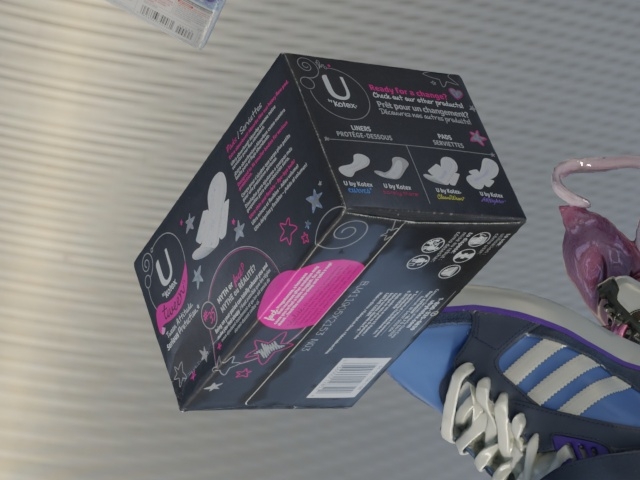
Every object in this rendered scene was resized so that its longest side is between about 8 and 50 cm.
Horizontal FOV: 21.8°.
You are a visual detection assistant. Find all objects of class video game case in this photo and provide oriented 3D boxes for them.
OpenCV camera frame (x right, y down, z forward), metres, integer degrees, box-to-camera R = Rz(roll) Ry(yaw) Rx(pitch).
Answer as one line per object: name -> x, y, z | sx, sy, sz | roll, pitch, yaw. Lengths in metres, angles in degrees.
video game case -> -0.139, -0.229, 1.278 | 0.157, 0.019, 0.143 | 28, 143, -3

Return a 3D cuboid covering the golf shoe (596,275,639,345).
golf shoe -> 0.286, 0.064, 1.155 | 0.094, 0.198, 0.077 | -56, 147, 2

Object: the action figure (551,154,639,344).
action figure -> 0.369, 0.070, 1.754 | 0.248, 0.370, 0.276 | -8, 104, 13

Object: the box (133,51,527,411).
box -> 0.000, 0.000, 1.192 | 0.163, 0.142, 0.247 | 3, 143, -35

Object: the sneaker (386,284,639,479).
sneaker -> 0.165, 0.173, 1.279 | 0.323, 0.236, 0.130 | 18, 134, 11
